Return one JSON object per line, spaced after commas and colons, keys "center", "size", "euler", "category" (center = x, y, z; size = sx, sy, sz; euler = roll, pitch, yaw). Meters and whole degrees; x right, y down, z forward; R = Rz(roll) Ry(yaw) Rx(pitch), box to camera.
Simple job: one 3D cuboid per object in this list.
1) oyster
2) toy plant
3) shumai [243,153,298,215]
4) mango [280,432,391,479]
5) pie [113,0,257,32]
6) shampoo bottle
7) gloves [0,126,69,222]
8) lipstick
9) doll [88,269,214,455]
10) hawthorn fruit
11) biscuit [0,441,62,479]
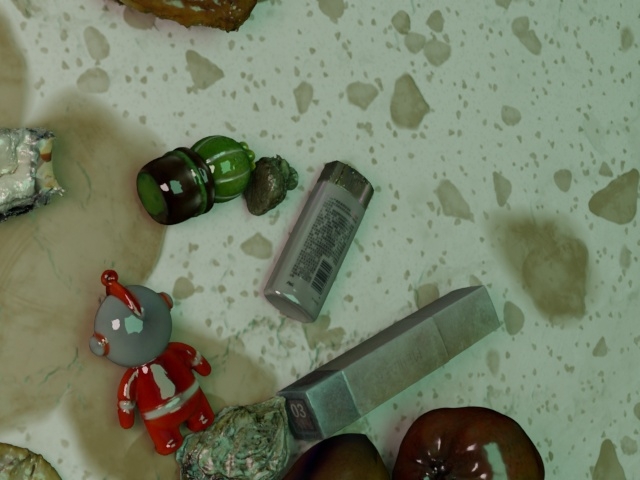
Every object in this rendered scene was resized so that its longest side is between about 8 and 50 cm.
{"center": [-0.106, 0.278, 1.460], "size": [0.177, 0.064, 0.125], "euler": [-19, 79, -26], "category": "oyster"}
{"center": [-0.155, -0.084, 1.457], "size": [0.162, 0.092, 0.093], "euler": [-26, 98, -35], "category": "toy plant"}
{"center": [-0.060, -0.077, 1.538], "size": [0.080, 0.082, 0.083], "euler": [-5, 110, -37], "category": "shumai"}
{"center": [0.003, 0.394, 1.460], "size": [0.201, 0.152, 0.287], "euler": [27, 67, -27], "category": "mango"}
{"center": [-0.212, -0.410, 1.470], "size": [0.308, 0.085, 0.308], "euler": [9, 73, -32], "category": "pie"}
{"center": [0.000, 0.000, 1.576], "size": [0.086, 0.056, 0.227], "euler": [37, 63, -26], "category": "shampoo bottle"}
{"center": [-0.381, -0.076, 1.308], "size": [0.153, 0.070, 0.114], "euler": [-12, 96, -36], "category": "gloves"}
{"center": [0.107, 0.170, 1.614], "size": [0.371, 0.079, 0.076], "euler": [-26, 97, -36], "category": "lipstick"}
{"center": [-0.216, 0.145, 1.391], "size": [0.142, 0.076, 0.245], "euler": [-36, 108, -35], "category": "doll"}
{"center": [0.225, 0.331, 1.616], "size": [0.248, 0.208, 0.208], "euler": [3, 80, -60], "category": "hawthorn fruit"}
{"center": [-0.382, 0.332, 1.267], "size": [0.219, 0.033, 0.220], "euler": [6, 80, -34], "category": "biscuit"}
